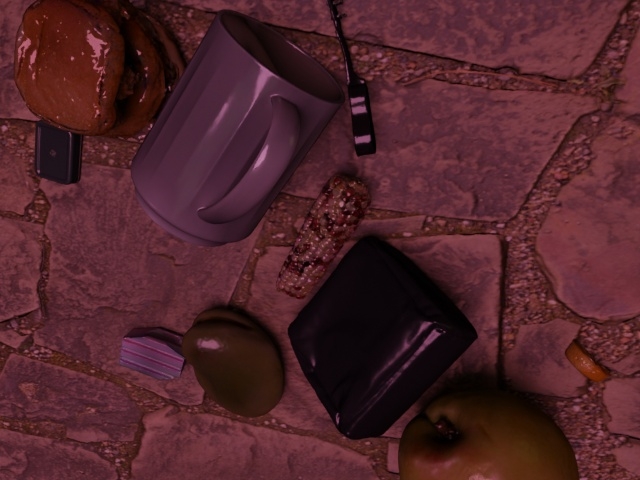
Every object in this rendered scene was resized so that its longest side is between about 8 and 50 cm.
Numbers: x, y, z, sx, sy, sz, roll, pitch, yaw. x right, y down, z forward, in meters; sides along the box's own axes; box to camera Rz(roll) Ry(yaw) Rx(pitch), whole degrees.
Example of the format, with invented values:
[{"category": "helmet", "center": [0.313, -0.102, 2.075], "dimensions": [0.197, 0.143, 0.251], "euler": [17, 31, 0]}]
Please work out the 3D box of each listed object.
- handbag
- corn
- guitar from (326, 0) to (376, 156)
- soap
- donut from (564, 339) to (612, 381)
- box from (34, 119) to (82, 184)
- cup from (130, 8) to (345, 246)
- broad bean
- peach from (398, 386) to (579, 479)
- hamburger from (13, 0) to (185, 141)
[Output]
[{"category": "handbag", "center": [0.105, 0.173, 1.094], "dimensions": [0.178, 0.275, 0.301], "euler": [15, 120, -42]}, {"category": "corn", "center": [0.000, 0.000, 1.080], "dimensions": [0.092, 0.092, 0.280], "euler": [31, 115, 1]}, {"category": "guitar", "center": [0.054, -0.277, 0.982], "dimensions": [0.038, 0.084, 0.271], "euler": [-10, 101, 10]}, {"category": "soap", "center": [-0.354, 0.242, 1.271], "dimensions": [0.149, 0.056, 0.100], "euler": [18, 115, 7]}, {"category": "donut", "center": [0.493, 0.228, 1.083], "dimensions": [0.083, 0.067, 0.038], "euler": [29, 111, -34]}, {"category": "box", "center": [-0.524, -0.176, 1.170], "dimensions": [0.091, 0.031, 0.126], "euler": [18, 114, 7]}, {"category": "cup", "center": [-0.136, -0.144, 0.936], "dimensions": [0.237, 0.322, 0.327], "euler": [24, 118, -29]}, {"category": "broad bean", "center": [-0.173, 0.255, 1.215], "dimensions": [0.189, 0.121, 0.263], "euler": [-17, 120, 13]}, {"category": "peach", "center": [0.304, 0.410, 1.056], "dimensions": [0.316, 0.314, 0.281], "euler": [37, 98, -7]}, {"category": "hamburger", "center": [-0.372, -0.280, 0.999], "dimensions": [0.245, 0.211, 0.260], "euler": [-31, 97, 26]}]
